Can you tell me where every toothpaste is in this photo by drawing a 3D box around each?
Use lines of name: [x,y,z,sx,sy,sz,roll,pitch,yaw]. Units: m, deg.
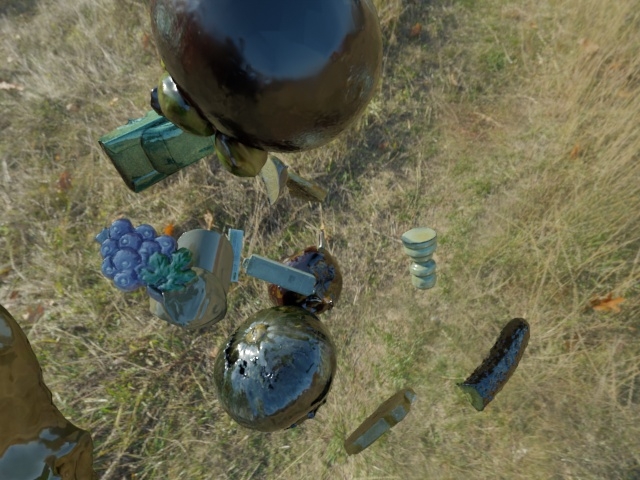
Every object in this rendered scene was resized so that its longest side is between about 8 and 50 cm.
toothpaste: [-0.274,0.045,1.260,0.046,0.034,0.164,7,87,-22]

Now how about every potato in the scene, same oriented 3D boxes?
potato: [-0.139,-0.212,1.363,0.089,0.100,0.172,-19,85,28]

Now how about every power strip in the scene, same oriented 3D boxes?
power strip: [-0.142,0.120,1.424,0.272,0.052,0.078,20,90,-7]

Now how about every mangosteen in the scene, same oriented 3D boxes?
mangosteen: [-0.075,-0.255,0.546,0.329,0.330,0.330,-1,64,3]

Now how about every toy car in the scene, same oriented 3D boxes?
toy car: [-0.303,-0.232,0.899,0.320,0.141,0.097,-35,47,-19]

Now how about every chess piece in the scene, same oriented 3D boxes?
chess piece: [0.396,0.085,1.570,0.133,0.243,0.133,-11,25,5]

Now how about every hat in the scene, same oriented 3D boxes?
hat: [-0.250,0.076,0.829,0.166,0.144,0.173,15,107,-22]

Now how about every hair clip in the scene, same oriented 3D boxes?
hair clip: [-0.300,0.038,0.688,0.195,0.052,0.124,25,60,8]

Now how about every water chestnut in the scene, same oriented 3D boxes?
water chestnut: [-0.043,0.192,1.717,0.335,0.335,0.347,-43,28,-16]

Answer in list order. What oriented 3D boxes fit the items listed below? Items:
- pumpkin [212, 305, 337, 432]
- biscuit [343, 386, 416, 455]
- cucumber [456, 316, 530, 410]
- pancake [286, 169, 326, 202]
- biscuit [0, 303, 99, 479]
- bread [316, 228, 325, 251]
pumpkin: [-0.157,0.431,1.419,0.454,0.344,0.454,-10,36,8]
biscuit: [0.234,0.648,1.463,0.343,0.287,0.057,-26,70,-41]
cucumber: [0.427,0.278,0.950,0.303,0.072,0.081,-29,74,-35]
pancake: [-0.104,-0.247,1.870,0.266,0.244,0.057,28,79,-21]
biscuit: [-0.342,0.185,0.291,0.393,0.368,0.076,9,21,10]
bread: [0.000,0.000,1.618,0.036,0.047,0.083,2,68,-7]
